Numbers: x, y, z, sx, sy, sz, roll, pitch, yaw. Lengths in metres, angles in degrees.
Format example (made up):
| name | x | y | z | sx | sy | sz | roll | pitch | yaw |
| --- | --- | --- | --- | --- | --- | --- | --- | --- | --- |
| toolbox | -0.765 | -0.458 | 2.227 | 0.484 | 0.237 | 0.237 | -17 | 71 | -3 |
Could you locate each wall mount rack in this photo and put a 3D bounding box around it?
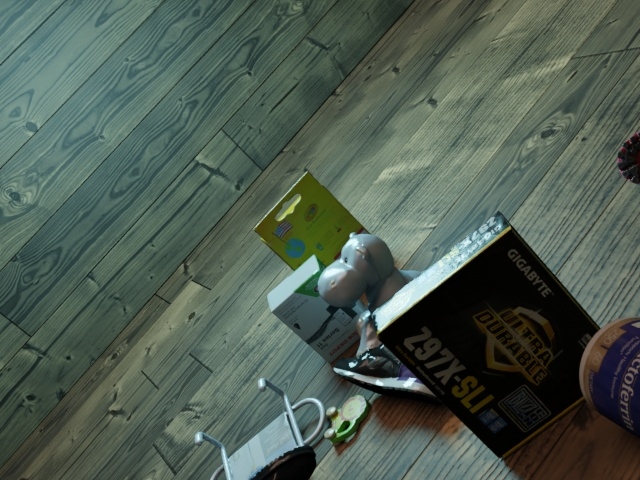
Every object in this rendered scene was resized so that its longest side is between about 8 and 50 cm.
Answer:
| name | x | y | z | sx | sy | sz | roll | pitch | yaw |
| --- | --- | --- | --- | --- | --- | --- | --- | --- | --- |
| wall mount rack | -0.141 | 0.466 | 1.712 | 0.350 | 0.130 | 0.304 | -42 | 35 | 11 |

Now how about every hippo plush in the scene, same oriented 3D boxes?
| name | x | y | z | sx | sy | sz | roll | pitch | yaw |
| --- | --- | --- | --- | --- | --- | --- | --- | --- | --- |
| hippo plush | 0.133 | 0.104 | 1.716 | 0.294 | 0.236 | 0.234 | -44 | 21 | 3 |

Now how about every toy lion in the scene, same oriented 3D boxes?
| name | x | y | z | sx | sy | sz | roll | pitch | yaw |
| --- | --- | --- | --- | --- | --- | --- | --- | --- | --- |
| toy lion | 0.058 | 0.363 | 1.674 | 0.096 | 0.034 | 0.100 | -27 | 27 | 21 |

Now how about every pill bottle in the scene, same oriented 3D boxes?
| name | x | y | z | sx | sy | sz | roll | pitch | yaw |
| --- | --- | --- | --- | --- | --- | --- | --- | --- | --- |
| pill bottle | 0.471 | 0.203 | 1.049 | 0.153 | 0.153 | 0.265 | -47 | 22 | -5 |

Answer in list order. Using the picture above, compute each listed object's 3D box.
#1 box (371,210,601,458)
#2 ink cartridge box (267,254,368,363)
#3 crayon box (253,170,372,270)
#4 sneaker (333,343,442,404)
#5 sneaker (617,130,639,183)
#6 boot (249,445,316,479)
| name | x | y | z | sx | sy | sz | roll | pitch | yaw |
| --- | --- | --- | --- | --- | --- | --- | --- | --- | --- |
| box | 0.276 | 0.153 | 1.259 | 0.257 | 0.322 | 0.079 | -39 | 21 | 13 |
| ink cartridge box | 0.004 | 0.161 | 1.890 | 0.153 | 0.208 | 0.087 | -42 | 25 | 9 |
| crayon box | 0.000 | 0.000 | 2.032 | 0.202 | 0.318 | 0.081 | -47 | 22 | -6 |
| sneaker | 0.148 | 0.239 | 1.605 | 0.283 | 0.107 | 0.124 | 0 | 66 | 49 |
| sneaker | 0.679 | -0.207 | 1.480 | 0.299 | 0.121 | 0.112 | -26 | -4 | 22 |
| boot | -0.066 | 0.514 | 1.450 | 0.246 | 0.094 | 0.207 | -37 | 58 | 1 |
